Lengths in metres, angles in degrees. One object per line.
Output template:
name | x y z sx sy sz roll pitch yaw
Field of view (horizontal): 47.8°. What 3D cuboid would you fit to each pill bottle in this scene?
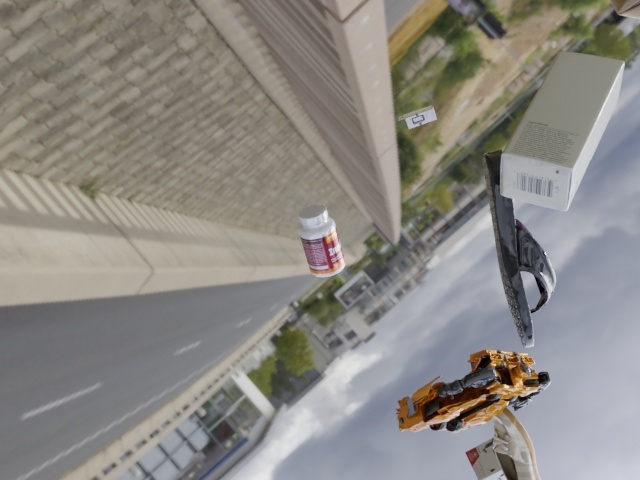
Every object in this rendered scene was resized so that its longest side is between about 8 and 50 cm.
pill bottle | 0.000 0.000 1.629 0.086 0.152 0.086 -13 -152 7

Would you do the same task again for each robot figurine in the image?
robot figurine | 0.279 0.284 1.342 0.211 0.085 0.291 11 142 -31

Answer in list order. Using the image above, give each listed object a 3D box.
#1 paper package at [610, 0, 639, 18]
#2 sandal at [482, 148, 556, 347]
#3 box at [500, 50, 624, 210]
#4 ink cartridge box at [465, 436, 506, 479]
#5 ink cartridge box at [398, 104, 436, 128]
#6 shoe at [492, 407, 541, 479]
paper package | 0.744 -0.623 1.548 0.310 0.324 0.168 4 144 -18
sandal | 0.433 0.023 1.533 0.107 0.445 0.167 -11 -166 9
box | 0.383 -0.179 1.141 0.275 0.113 0.094 -53 148 -31
ink cartridge box | 0.461 0.568 1.874 0.135 0.056 0.099 -31 -144 7
ink cartridge box | 0.220 -0.279 1.645 0.083 0.028 0.048 -17 -163 13
shoe | 0.386 0.433 1.437 0.058 0.219 0.076 -25 -169 -19
